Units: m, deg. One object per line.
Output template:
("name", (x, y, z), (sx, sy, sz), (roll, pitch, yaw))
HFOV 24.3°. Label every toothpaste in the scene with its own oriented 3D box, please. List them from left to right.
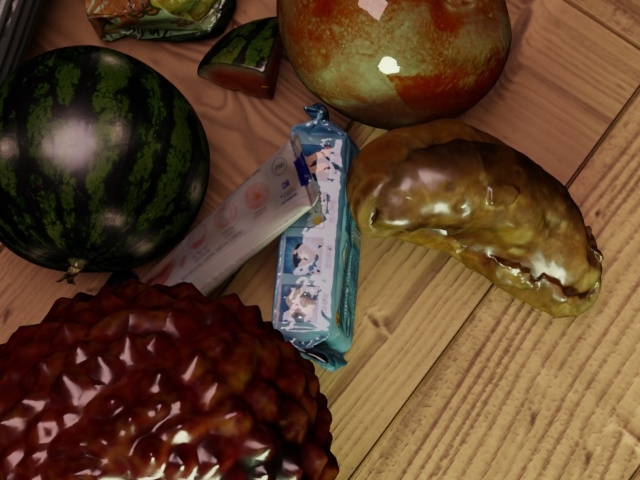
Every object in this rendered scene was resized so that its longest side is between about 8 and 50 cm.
("toothpaste", (-0.121, 0.014, 1.642), (0.323, 0.066, 0.100), (-41, 46, 28))

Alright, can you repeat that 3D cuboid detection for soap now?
("soap", (0.000, 0.000, 1.660), (0.077, 0.156, 0.293), (3, 78, 10))

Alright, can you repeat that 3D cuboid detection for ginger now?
("ginger", (0.179, -0.039, 1.623), (0.321, 0.165, 0.172), (22, 63, -20))

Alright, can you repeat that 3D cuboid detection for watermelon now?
("watermelon", (-0.257, -0.088, 1.665), (0.269, 0.269, 0.268), (-1, 78, 6))
("watermelon", (-0.079, -0.203, 1.753), (0.125, 0.135, 0.094), (-25, 113, -3))

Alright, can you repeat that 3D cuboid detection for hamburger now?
("hamburger", (-0.176, -0.347, 1.769), (0.235, 0.125, 0.214), (0, 88, 20))

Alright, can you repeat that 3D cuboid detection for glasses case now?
("glasses case", (-0.245, 0.069, 1.740), (0.033, 0.023, 0.083), (31, 83, 13))

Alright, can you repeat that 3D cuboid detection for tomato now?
("tomato", (0.074, -0.245, 1.666), (0.223, 0.270, 0.270), (-35, 71, 44))

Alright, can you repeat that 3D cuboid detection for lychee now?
("lychee", (-0.193, 0.271, 1.499), (0.425, 0.425, 0.500), (38, 118, 12))

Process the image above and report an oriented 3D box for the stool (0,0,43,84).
("stool", (-0.449, -0.340, 1.723), (0.297, 0.297, 0.330), (14, 84, 9))
